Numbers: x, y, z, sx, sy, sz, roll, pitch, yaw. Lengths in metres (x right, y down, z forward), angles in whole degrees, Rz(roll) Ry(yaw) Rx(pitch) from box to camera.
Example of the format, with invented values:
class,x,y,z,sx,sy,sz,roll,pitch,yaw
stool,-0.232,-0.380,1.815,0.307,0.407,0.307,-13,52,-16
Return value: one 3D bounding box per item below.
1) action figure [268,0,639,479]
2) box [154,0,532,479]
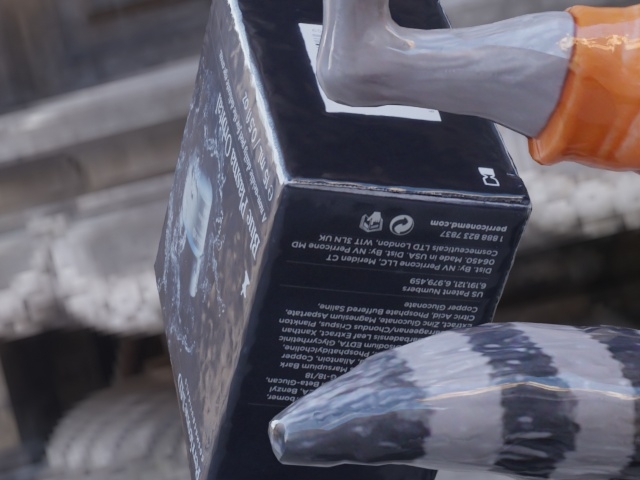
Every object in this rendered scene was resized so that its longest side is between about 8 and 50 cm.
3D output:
class,x,y,z,sx,sy,sz,roll,pitch,yaw
action figure,0.142,0.013,0.518,0.330,0.179,0.341,23,1,-28
box,0.000,0.000,0.748,0.093,0.158,0.156,4,36,-15
